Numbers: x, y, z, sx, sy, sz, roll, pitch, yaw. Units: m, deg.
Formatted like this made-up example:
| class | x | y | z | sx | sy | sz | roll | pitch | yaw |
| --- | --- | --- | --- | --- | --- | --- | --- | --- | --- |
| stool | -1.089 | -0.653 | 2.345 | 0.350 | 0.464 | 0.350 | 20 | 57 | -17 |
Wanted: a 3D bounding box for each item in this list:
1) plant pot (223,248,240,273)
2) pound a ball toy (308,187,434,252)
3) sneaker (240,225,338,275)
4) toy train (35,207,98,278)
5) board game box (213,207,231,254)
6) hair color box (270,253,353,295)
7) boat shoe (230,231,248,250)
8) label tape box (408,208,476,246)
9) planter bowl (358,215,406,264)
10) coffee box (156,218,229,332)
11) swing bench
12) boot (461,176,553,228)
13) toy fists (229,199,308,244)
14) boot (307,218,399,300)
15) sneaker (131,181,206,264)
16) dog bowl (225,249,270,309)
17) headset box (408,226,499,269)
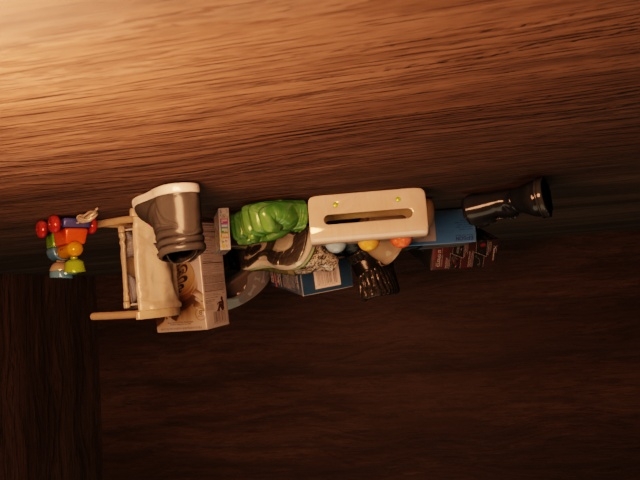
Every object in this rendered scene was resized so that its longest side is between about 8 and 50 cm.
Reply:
| class | x | y | z | sx | sy | sz | roll | pitch | yaw |
| --- | --- | --- | --- | --- | --- | --- | --- | --- | --- |
| plant pot | -0.380 | 0.061 | 1.906 | 0.167 | 0.188 | 0.187 | -16 | 173 | 8 |
| pound a ball toy | 0.137 | -0.039 | 1.379 | 0.319 | 0.135 | 0.208 | -4 | 175 | 2 |
| sneaker | -0.094 | 0.050 | 1.607 | 0.182 | 0.158 | 0.410 | 30 | 168 | -27 |
| toy train | -0.572 | 0.013 | 1.303 | 0.105 | 0.143 | 0.248 | 0 | 174 | -44 |
| board game box | -0.252 | -0.020 | 1.432 | 0.026 | 0.103 | 0.154 | -3 | 175 | -15 |
| hair color box | -0.043 | 0.101 | 1.857 | 0.174 | 0.105 | 0.347 | -9 | -176 | -21 |
| boat shoe | -0.222 | -0.004 | 1.831 | 0.224 | 0.080 | 0.073 | 5 | 176 | -31 |
| label tape box | 0.355 | -0.025 | 1.859 | 0.249 | 0.115 | 0.347 | -5 | 173 | 3 |
| planter bowl | 0.163 | -0.029 | 1.533 | 0.109 | 0.162 | 0.162 | 24 | 169 | -10 |
| coffee box | -0.364 | 0.095 | 1.545 | 0.168 | 0.297 | 0.119 | -7 | 177 | 23 |
| swing bench | -0.446 | 0.065 | 1.389 | 0.255 | 0.253 | 0.165 | -8 | 174 | 42 |
| boot | 0.443 | -0.084 | 1.349 | 0.207 | 0.094 | 0.246 | -11 | 179 | 24 |
| toy fists | -0.140 | -0.039 | 1.372 | 0.142 | 0.096 | 0.279 | -1 | 175 | -22 |
| boot | 0.100 | 0.051 | 1.640 | 0.348 | 0.260 | 0.131 | 1 | 173 | -40 |
| sneaker | -0.313 | -0.021 | 1.134 | 0.105 | 0.146 | 0.296 | -4 | 176 | -30 |
| dog bowl | -0.344 | 0.139 | 2.117 | 0.349 | 0.102 | 0.348 | -19 | -154 | 10 |
| headset box | 0.475 | 0.020 | 2.081 | 0.293 | 0.110 | 0.218 | -3 | -162 | -13 |
